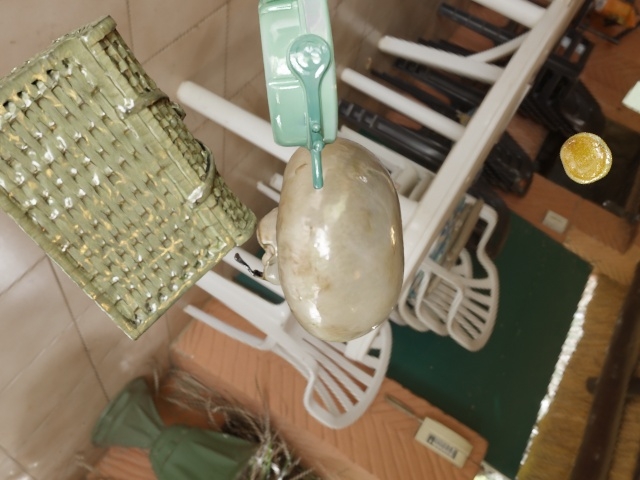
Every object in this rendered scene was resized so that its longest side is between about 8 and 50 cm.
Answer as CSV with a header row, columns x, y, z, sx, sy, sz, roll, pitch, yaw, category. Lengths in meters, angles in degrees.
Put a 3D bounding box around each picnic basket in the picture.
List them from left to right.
x,y,z,sx,sy,sz,roll,pitch,yaw,category
-0.168,-0.054,0.464,0.154,0.134,0.196,-46,121,-19,picnic basket

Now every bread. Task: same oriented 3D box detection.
x,y,z,sx,sy,sz,roll,pitch,yaw,category
0.554,-0.172,1.224,0.024,0.110,0.110,-21,146,-37,bread

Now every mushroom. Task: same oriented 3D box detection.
x,y,z,sx,sy,sz,roll,pitch,yaw,category
0.000,0.000,1.043,0.362,0.294,0.363,-5,90,-79,mushroom

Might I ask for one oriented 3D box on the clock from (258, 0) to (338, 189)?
x,y,z,sx,sy,sz,roll,pitch,yaw,category
-0.021,-0.159,0.569,0.159,0.065,0.211,88,-5,-67,clock
